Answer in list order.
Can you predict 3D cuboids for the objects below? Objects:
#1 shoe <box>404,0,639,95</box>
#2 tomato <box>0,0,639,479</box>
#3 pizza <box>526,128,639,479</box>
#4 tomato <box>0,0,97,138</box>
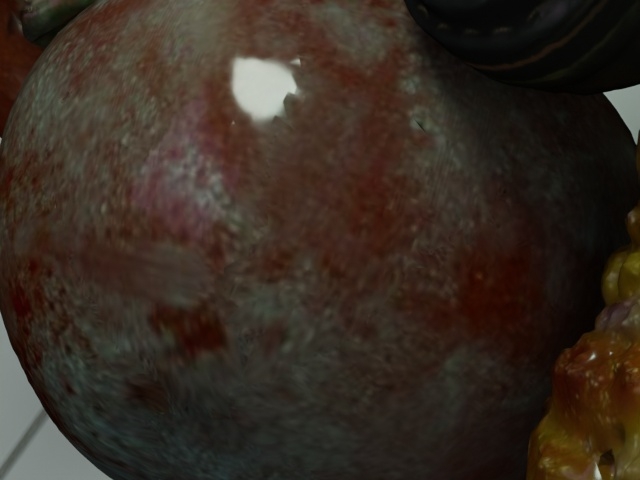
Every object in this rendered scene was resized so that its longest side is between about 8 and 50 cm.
[{"bbox_3d":[0.209,-0.185,0.710,0.384,0.237,0.171,-55,34,-8],"label":"shoe"},{"bbox_3d":[0.000,0.000,0.814,0.317,0.317,0.282,3,73,54],"label":"tomato"},{"bbox_3d":[0.140,0.121,0.608,0.278,0.114,0.408,128,156,-57],"label":"pizza"},{"bbox_3d":[-0.083,-0.185,1.033,0.341,0.341,0.272,-43,31,31],"label":"tomato"}]
